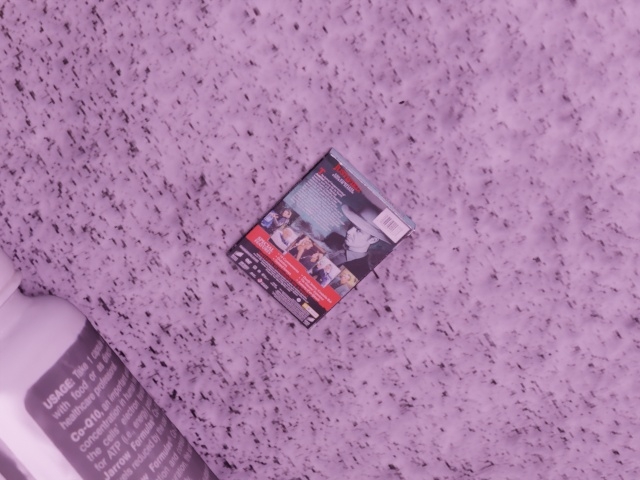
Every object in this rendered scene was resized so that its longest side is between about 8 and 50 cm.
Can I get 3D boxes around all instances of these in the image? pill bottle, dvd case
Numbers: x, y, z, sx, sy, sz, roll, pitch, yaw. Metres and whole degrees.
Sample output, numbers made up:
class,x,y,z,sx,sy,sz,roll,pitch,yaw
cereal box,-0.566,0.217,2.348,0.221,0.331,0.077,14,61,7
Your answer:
class,x,y,z,sx,sy,sz,roll,pitch,yaw
pill bottle,-0.212,0.171,1.415,0.204,0.204,0.361,-33,102,21
dvd case,0.000,0.000,1.409,0.087,0.013,0.119,42,114,-7
